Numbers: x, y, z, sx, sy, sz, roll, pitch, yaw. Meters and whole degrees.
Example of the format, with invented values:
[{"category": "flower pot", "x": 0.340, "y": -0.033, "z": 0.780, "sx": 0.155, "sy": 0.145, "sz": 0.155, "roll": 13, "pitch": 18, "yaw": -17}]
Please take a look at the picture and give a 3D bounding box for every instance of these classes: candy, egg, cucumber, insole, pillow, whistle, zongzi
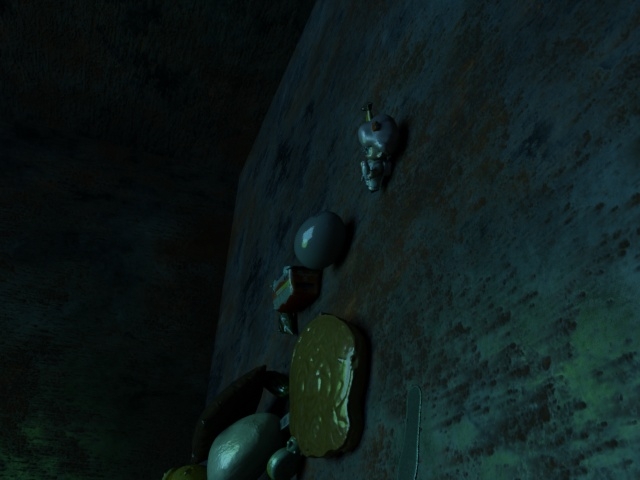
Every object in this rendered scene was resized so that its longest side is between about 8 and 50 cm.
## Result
[{"category": "candy", "x": -0.241, "y": 0.660, "z": 1.949, "sx": 0.295, "sy": 0.185, "sz": 0.295, "roll": -45, "pitch": -18, "yaw": -19}, {"category": "egg", "x": 0.000, "y": 0.000, "z": 1.852, "sx": 0.198, "sy": 0.147, "sz": 0.146, "roll": -56, "pitch": 25, "yaw": 37}, {"category": "cucumber", "x": -0.145, "y": 0.489, "z": 2.104, "sx": 0.241, "sy": 0.075, "sz": 0.074, "roll": 171, "pitch": 112, "yaw": -72}, {"category": "insole", "x": 0.172, "y": 0.396, "z": 1.201, "sx": 0.080, "sy": 0.003, "sz": 0.231, "roll": 149, "pitch": 132, "yaw": -69}, {"category": "pillow", "x": -0.312, "y": 0.585, "z": 2.090, "sx": 0.308, "sy": 0.108, "sz": 0.305, "roll": -38, "pitch": -23, "yaw": -41}, {"category": "whistle", "x": -0.084, "y": 0.597, "z": 1.775, "sx": 0.057, "sy": 0.104, "sz": 0.198, "roll": 31, "pitch": 96, "yaw": 48}, {"category": "zongzi", "x": -0.114, "y": 0.274, "z": 2.178, "sx": 0.119, "sy": 0.055, "sz": 0.109, "roll": 163, "pitch": 103, "yaw": -71}]

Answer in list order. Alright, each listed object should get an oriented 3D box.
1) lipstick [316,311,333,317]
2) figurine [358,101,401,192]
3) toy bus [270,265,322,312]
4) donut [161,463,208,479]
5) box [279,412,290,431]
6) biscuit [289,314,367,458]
[{"category": "lipstick", "x": 0.007, "y": 0.283, "z": 1.787, "sx": 0.045, "sy": 0.045, "sz": 0.145, "roll": 125, "pitch": 153, "yaw": -58}, {"category": "figurine", "x": 0.150, "y": -0.239, "z": 1.611, "sx": 0.137, "sy": 0.112, "sz": 0.228, "roll": -95, "pitch": 10, "yaw": -68}, {"category": "toy bus", "x": -0.088, "y": 0.168, "z": 2.094, "sx": 0.265, "sy": 0.121, "sz": 0.119, "roll": 134, "pitch": 137, "yaw": -61}, {"category": "donut", "x": -0.357, "y": 0.895, "z": 1.953, "sx": 0.198, "sy": 0.449, "sz": 0.449, "roll": -43, "pitch": 18, "yaw": -1}, {"category": "box", "x": -0.070, "y": 0.527, "z": 1.852, "sx": 0.207, "sy": 0.050, "sz": 0.041, "roll": 124, "pitch": 150, "yaw": -52}, {"category": "biscuit", "x": 0.000, "y": 0.373, "z": 1.611, "sx": 0.385, "sy": 0.062, "sz": 0.364, "roll": -30, "pitch": 52, "yaw": 60}]
